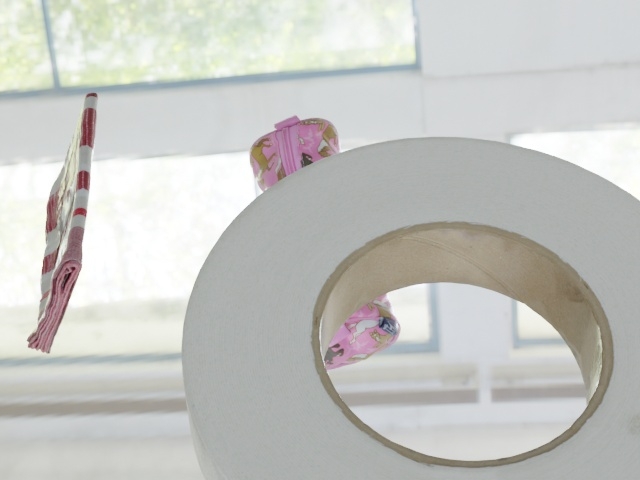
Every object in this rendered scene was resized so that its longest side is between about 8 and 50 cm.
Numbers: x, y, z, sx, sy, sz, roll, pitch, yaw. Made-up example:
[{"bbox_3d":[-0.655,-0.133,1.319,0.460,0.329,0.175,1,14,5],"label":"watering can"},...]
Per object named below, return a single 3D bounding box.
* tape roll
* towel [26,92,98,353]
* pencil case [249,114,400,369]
[{"bbox_3d":[0.098,0.086,0.848,0.392,0.072,0.392,1,-130,-1],"label":"tape roll"},{"bbox_3d":[-0.378,-0.029,1.778,0.037,0.237,0.329,12,-132,-18],"label":"towel"},{"bbox_3d":[0.000,0.000,1.838,0.160,0.386,0.167,2,147,-31],"label":"pencil case"}]
